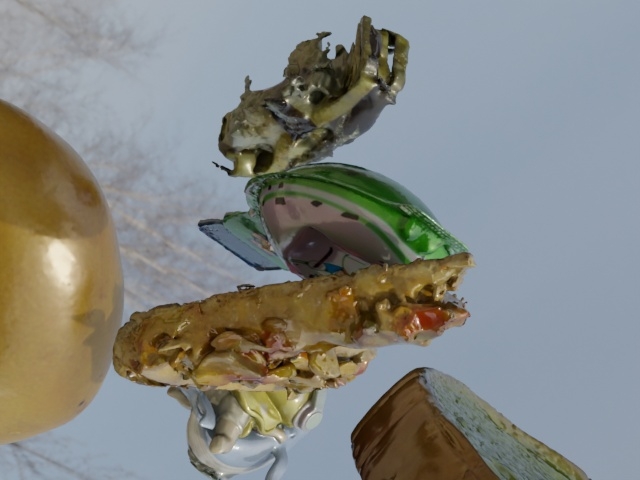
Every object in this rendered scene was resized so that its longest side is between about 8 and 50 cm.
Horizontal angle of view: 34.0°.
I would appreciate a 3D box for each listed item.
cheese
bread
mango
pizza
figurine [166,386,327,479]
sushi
[{"bbox_3d":[0.000,0.000,0.948,0.320,0.204,0.083,-7,-127,52],"label":"cheese"},{"bbox_3d":[0.121,0.170,0.627,0.070,0.236,0.236,-49,-148,8],"label":"bread"},{"bbox_3d":[-0.369,0.038,1.170,0.232,0.300,0.446,-63,164,-55],"label":"mango"},{"bbox_3d":[0.002,0.086,0.870,0.287,0.251,0.074,-11,-105,13],"label":"pizza"},{"bbox_3d":[-0.075,0.177,1.116,0.128,0.208,0.184,39,-81,39],"label":"figurine"},{"bbox_3d":[-0.016,-0.171,1.225,0.291,0.131,0.139,-30,-138,49],"label":"sushi"}]
